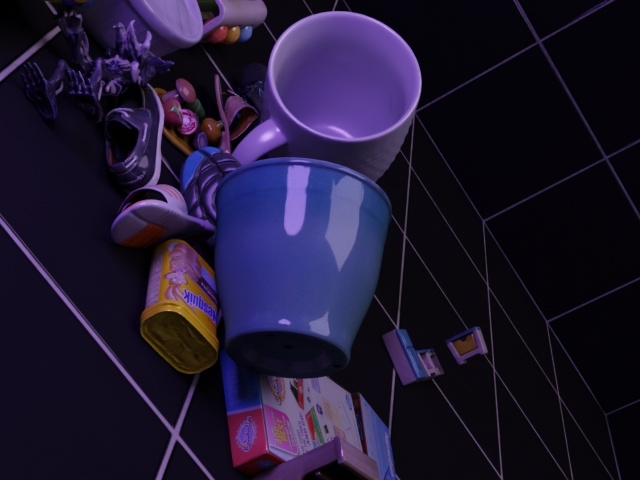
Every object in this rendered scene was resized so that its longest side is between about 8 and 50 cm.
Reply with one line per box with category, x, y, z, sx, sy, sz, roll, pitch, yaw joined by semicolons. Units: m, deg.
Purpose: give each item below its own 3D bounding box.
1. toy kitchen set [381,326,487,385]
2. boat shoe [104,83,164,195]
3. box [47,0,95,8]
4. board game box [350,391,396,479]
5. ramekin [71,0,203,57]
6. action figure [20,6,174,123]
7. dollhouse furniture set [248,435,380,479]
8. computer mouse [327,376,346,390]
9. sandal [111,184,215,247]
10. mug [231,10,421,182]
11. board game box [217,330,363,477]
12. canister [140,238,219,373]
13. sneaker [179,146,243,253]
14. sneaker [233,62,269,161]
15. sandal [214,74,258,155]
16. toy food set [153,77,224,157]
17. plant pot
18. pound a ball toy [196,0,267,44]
toy kitchen set;0.263;0.233;2.408;0.122;0.166;0.207;66;19;12
boat shoe;-0.296;-0.178;1.663;0.079;0.084;0.233;43;29;-45
box;-0.435;-0.487;1.471;0.279;0.177;0.290;45;17;9
board game box;0.102;0.423;1.903;0.145;0.027;0.281;54;21;-42
ramekin;-0.333;-0.430;1.854;0.273;0.127;0.273;50;22;-28
action figure;-0.326;-0.275;1.607;0.276;0.164;0.141;-60;153;-59
dollhouse furniture set;0.006;0.424;1.483;0.212;0.161;0.242;42;27;-45
computer mouse;-0.010;0.165;1.973;0.184;0.060;0.262;47;35;-47
sandal;-0.244;-0.038;1.598;0.076;0.102;0.265;65;10;13
mug;-0.015;-0.198;1.997;0.276;0.374;0.328;52;-21;16
board game box;-0.036;0.297;1.702;0.316;0.064;0.242;42;27;-44
canister;-0.200;0.092;1.552;0.126;0.073;0.170;50;20;-32
sneaker;-0.139;0.002;1.824;0.341;0.125;0.139;62;-9;10
sneaker;-0.133;-0.286;2.215;0.106;0.101;0.267;39;28;-43
sandal;-0.158;-0.229;2.059;0.088;0.079;0.240;84;-1;-50
toy food set;-0.237;-0.225;1.900;0.218;0.071;0.128;40;28;-47
plant pot;-0.039;0.056;1.580;0.271;0.271;0.255;41;46;-46
pound a ball toy;-0.186;-0.483;2.181;0.136;0.208;0.319;60;18;-3
